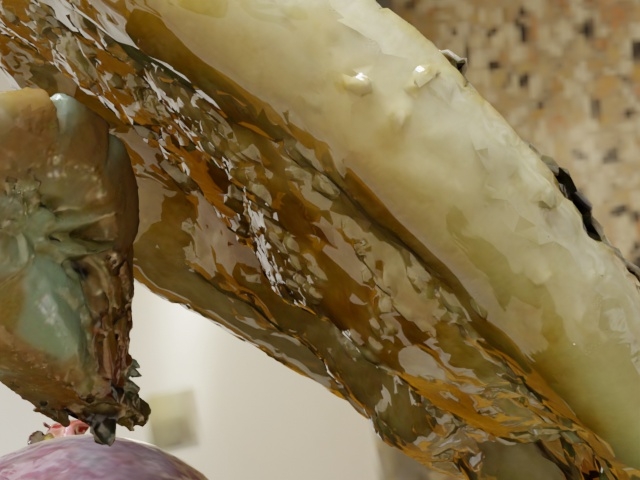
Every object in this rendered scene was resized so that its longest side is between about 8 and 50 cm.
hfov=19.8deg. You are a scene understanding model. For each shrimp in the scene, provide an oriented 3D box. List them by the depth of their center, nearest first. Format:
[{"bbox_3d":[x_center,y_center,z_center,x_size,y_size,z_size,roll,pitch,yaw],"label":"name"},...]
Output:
[{"bbox_3d":[-0.097,0.019,0.675,0.043,0.091,0.184,40,156,41],"label":"shrimp"}]

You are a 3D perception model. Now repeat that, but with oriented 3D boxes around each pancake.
[{"bbox_3d":[0.000,-0.001,0.731,0.387,0.082,0.387,39,166,12],"label":"pancake"}]

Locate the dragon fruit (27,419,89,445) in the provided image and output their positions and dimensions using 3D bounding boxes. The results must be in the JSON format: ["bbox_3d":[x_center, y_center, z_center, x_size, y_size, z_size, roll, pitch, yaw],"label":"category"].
[{"bbox_3d":[-0.130,0.237,1.231,0.211,0.134,0.262,29,133,-3],"label":"dragon fruit"}]

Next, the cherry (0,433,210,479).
[{"bbox_3d":[-0.107,0.179,0.804,0.192,0.250,0.175,39,94,5],"label":"cherry"}]
